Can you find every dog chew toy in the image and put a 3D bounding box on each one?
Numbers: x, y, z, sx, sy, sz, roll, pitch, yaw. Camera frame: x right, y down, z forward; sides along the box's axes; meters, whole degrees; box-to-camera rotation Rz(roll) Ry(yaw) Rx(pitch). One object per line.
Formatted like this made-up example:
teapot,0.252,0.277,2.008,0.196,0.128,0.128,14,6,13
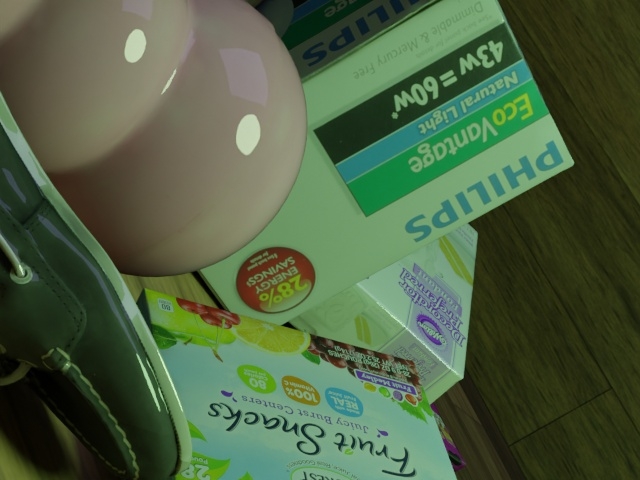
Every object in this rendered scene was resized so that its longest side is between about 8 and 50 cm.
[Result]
dog chew toy,-0.156,-0.116,0.879,0.332,0.207,0.206,40,19,-42

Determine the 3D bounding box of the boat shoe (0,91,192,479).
boat shoe,-0.184,-0.007,0.714,0.335,0.095,0.112,62,-28,-3

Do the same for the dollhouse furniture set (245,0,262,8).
dollhouse furniture set,-0.158,-0.385,1.252,0.174,0.303,0.355,21,-31,49

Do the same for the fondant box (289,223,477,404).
fondant box,0.060,0.019,1.576,0.238,0.096,0.330,42,28,-13

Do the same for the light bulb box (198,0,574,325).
light bulb box,0.002,-0.155,1.358,0.225,0.358,0.361,57,7,-33

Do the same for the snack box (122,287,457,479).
snack box,-0.020,0.131,0.859,0.207,0.070,0.174,17,32,-24

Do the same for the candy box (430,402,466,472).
candy box,0.070,0.167,1.627,0.159,0.071,0.233,43,18,-58
